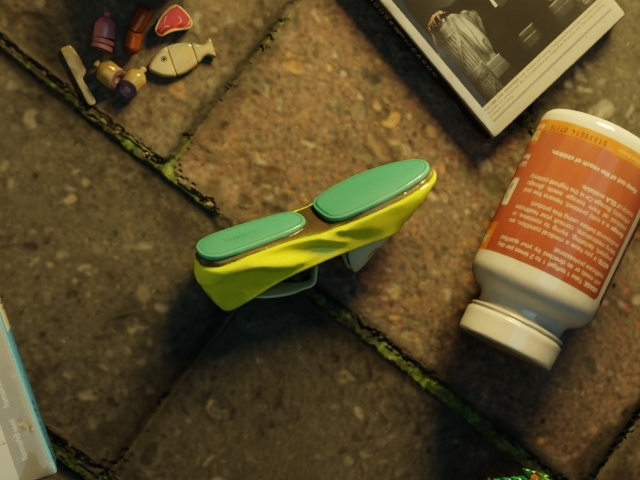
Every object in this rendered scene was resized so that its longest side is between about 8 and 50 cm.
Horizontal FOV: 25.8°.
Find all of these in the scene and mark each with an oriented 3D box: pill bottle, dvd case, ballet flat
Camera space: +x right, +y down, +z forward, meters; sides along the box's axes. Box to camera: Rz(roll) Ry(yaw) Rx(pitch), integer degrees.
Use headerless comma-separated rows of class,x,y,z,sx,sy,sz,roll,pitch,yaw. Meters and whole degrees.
pill bottle,0.211,0.001,1.258,0.121,0.121,0.216,28,85,-12
dvd case,0.142,-0.240,1.283,0.179,0.029,0.239,-43,101,-9
ballet flat,0.000,0.000,1.241,0.231,0.077,0.077,-22,117,-9

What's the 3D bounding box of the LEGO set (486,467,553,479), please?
LEGO set,0.170,0.385,1.260,0.255,0.192,0.331,28,81,17

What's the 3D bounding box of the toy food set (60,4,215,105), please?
toy food set,-0.159,-0.169,1.219,0.122,0.019,0.078,-28,97,-11

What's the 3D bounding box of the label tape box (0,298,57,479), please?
label tape box,-0.416,0.126,1.119,0.347,0.115,0.249,-19,96,-14
